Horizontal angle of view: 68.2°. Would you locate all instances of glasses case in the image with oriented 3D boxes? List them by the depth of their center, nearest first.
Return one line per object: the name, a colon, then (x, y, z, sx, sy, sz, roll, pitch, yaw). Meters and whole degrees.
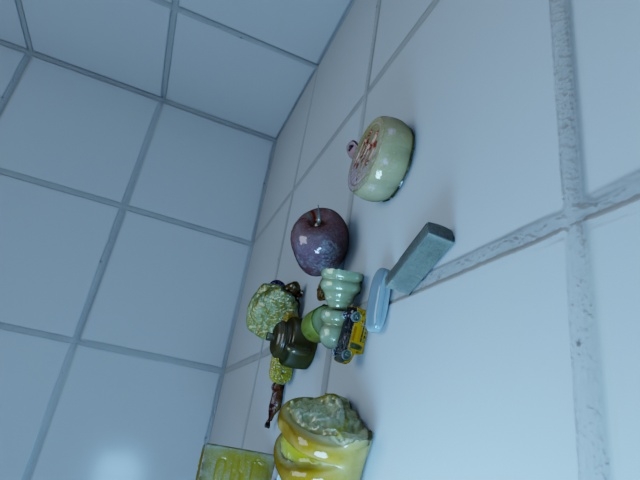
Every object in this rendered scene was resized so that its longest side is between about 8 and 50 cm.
glasses case: (0.231, 0.046, 1.126, 0.047, 0.070, 0.205, -85, 19, -46)
glasses case: (0.158, 0.162, 1.290, 0.067, 0.045, 0.179, 150, 133, -67)

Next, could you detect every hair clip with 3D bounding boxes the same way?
hair clip: (0.170, -0.311, 1.749, 0.138, 0.102, 0.123, 61, 144, 22)

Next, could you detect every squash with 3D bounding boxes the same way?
squash: (-0.008, 0.284, 1.590, 0.186, 0.122, 0.123, 142, 141, -62)

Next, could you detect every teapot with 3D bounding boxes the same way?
teapot: (-0.115, 0.377, 1.751, 0.267, 0.175, 0.186, -172, 97, -73)

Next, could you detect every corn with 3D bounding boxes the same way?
corn: (-0.140, 0.430, 1.905, 0.101, 0.101, 0.292, 150, 135, -67)

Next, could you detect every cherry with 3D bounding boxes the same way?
cherry: (0.000, 0.000, 1.682, 0.236, 0.212, 0.286, -49, -32, -49)

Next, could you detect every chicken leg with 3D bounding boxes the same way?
chicken leg: (-0.183, 0.648, 1.924, 0.089, 0.048, 0.219, 130, 152, -60)

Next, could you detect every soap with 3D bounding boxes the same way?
soap: (-0.316, 0.859, 1.750, 0.089, 0.273, 0.174, 128, 153, -53)

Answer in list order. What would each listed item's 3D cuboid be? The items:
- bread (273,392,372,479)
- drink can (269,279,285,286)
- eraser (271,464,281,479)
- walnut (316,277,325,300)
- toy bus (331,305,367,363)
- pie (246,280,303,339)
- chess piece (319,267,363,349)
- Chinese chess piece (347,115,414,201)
bread: (-0.020, 0.543, 1.214, 0.315, 0.211, 0.271, -147, 74, -76)
drink can: (-0.197, 0.274, 2.255, 0.235, 0.097, 0.097, -122, 51, -68)
eraser: (-0.148, 0.824, 1.675, 0.065, 0.026, 0.105, 159, 126, -67)
walnut: (0.027, 0.176, 1.694, 0.121, 0.052, 0.091, 146, 137, -68)
toy bus: (0.091, 0.273, 1.351, 0.069, 0.074, 0.162, -9, 63, 64)
pie: (-0.205, 0.307, 2.058, 0.274, 0.105, 0.258, -5, 72, 29)
chess piece: (0.055, 0.214, 1.465, 0.133, 0.133, 0.244, 162, 116, -70)
Chinese chess piece: (0.188, -0.254, 1.491, 0.270, 0.112, 0.270, -162, 90, -74)
